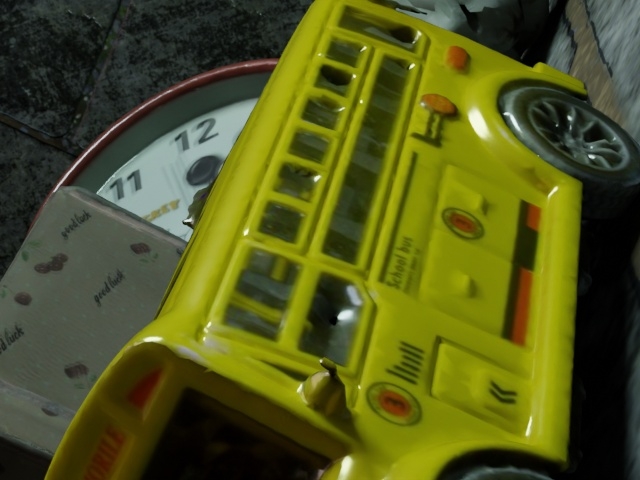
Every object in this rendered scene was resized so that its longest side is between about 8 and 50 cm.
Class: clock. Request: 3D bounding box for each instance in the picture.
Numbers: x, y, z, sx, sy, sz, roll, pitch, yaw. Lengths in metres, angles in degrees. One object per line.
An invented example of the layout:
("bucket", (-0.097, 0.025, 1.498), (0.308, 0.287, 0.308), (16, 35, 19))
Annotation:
("clock", (-0.070, 0.005, 1.064), (0.319, 0.080, 0.318), (-18, 45, 19))

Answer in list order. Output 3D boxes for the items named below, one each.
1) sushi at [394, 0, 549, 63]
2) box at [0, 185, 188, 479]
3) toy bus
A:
("sushi", (0.028, -0.064, 0.898), (0.332, 0.124, 0.130), (-61, -7, -14))
("box", (-0.114, 0.163, 0.827), (0.297, 0.225, 0.190), (-60, 7, 38))
("toy bus", (0.009, 0.048, 0.497), (0.144, 0.152, 0.330), (-61, 6, 33))
